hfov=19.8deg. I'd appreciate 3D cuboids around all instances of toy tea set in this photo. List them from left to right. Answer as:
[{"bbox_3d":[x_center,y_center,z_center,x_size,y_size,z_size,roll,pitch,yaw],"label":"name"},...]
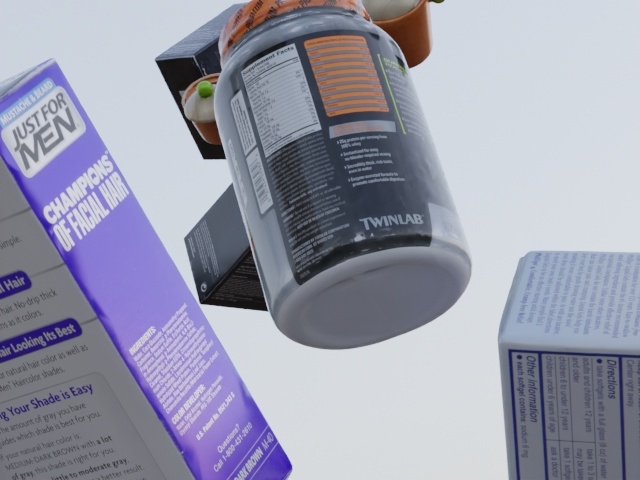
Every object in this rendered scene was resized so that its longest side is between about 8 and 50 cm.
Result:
[{"bbox_3d":[-0.014,-0.232,2.177,0.336,0.200,0.124,-41,-43,-22],"label":"toy tea set"}]

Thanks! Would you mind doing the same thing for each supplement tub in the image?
[{"bbox_3d":[0.012,-0.074,1.722,0.193,0.316,0.193,-12,-29,-7],"label":"supplement tub"}]

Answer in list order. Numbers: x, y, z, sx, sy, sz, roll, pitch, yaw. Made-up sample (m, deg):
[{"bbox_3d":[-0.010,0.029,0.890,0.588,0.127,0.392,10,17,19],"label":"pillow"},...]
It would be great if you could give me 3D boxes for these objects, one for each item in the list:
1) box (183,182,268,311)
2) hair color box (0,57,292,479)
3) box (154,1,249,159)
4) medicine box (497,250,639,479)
[{"bbox_3d":[0.000,0.000,2.174,0.261,0.103,0.184,8,-37,-36],"label":"box"},{"bbox_3d":[-0.185,0.065,1.264,0.185,0.339,0.110,-18,20,34],"label":"hair color box"},{"bbox_3d":[-0.107,-0.209,2.395,0.158,0.156,0.093,-39,25,-32],"label":"box"},{"bbox_3d":[0.299,0.157,1.464,0.289,0.264,0.149,1,30,14],"label":"medicine box"}]
